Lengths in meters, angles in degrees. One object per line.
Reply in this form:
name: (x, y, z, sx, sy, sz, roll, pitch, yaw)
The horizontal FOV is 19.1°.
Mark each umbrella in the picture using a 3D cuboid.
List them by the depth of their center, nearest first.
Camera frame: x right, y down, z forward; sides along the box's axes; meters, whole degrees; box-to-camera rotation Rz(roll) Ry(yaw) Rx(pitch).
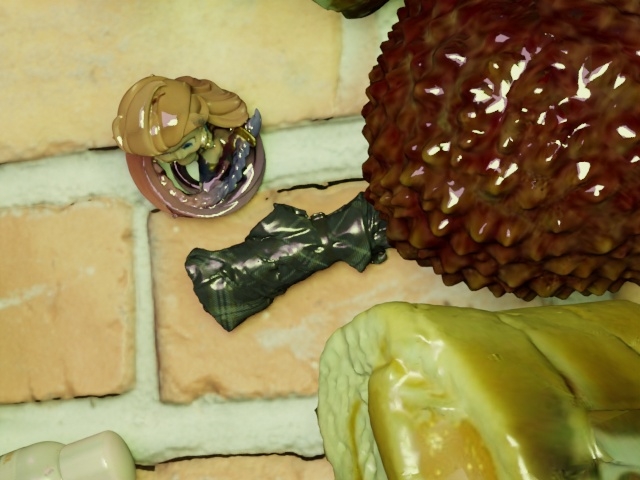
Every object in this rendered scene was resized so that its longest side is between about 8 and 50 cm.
umbrella: (-0.001, -0.003, 1.574, 0.224, 0.080, 0.071, -21, 41, 11)

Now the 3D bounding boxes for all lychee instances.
lychee: (0.183, -0.102, 1.408, 0.330, 0.306, 0.306, -32, 72, 30)

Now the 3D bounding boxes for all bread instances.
bread: (0.192, 0.181, 1.329, 0.210, 0.341, 0.300, -32, 60, 50)

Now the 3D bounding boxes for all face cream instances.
face cream: (-0.283, 0.229, 1.622, 0.269, 0.082, 0.082, -22, 75, 15)

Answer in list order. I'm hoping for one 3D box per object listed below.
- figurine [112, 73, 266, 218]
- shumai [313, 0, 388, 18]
figurine: (-0.121, -0.095, 1.590, 0.126, 0.157, 0.114, -14, 56, 21)
shumai: (-0.023, -0.349, 1.529, 0.323, 0.324, 0.397, 26, 96, 6)
